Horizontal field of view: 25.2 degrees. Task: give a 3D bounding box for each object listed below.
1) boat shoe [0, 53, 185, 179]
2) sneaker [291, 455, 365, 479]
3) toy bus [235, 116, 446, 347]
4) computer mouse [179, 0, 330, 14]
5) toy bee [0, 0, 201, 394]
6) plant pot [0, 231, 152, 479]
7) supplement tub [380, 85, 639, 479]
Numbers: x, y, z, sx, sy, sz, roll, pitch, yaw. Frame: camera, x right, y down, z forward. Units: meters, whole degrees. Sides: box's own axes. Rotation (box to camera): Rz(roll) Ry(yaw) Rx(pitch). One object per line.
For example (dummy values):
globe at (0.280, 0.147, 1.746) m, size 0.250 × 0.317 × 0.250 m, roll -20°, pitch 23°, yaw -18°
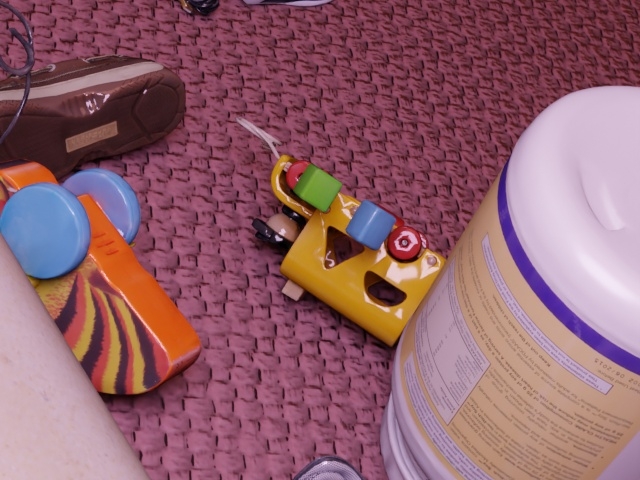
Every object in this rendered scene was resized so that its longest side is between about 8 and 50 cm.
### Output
boat shoe at (-0.244, -0.101, 1.205) m, size 0.257 × 0.095 × 0.095 m, roll -16°, pitch 38°, yaw -34°
sneaker at (-0.057, 0.196, 0.964) m, size 0.268 × 0.153 × 0.101 m, roll 20°, pitch 46°, yaw -6°
toy bus at (0.009, 0.006, 1.197) m, size 0.191 × 0.104 × 0.202 m, roll 31°, pitch 3°, yaw -37°
computer mouse at (-0.066, -0.275, 1.454) m, size 0.193 × 0.042 × 0.106 m, roll -7°, pitch 53°, yaw -28°
toy bee at (-0.219, -0.004, 1.100) m, size 0.195 × 0.162 × 0.298 m, roll 14°, pitch 51°, yaw -56°
plant pot at (-0.260, 0.119, 0.833) m, size 0.334 × 0.334 × 0.305 m, roll -31°, pitch 71°, yaw -39°
supplement tub at (0.194, 0.077, 1.053) m, size 0.241 × 0.331 × 0.241 m, roll 12°, pitch 47°, yaw -14°
